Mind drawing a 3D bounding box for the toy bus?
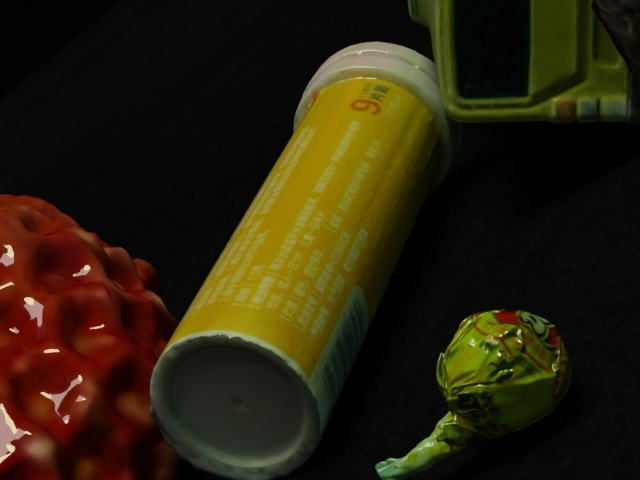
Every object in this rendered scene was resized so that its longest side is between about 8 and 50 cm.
[{"bbox_3d":[0.086,-0.107,0.643,0.101,0.088,0.175,-2,19,2],"label":"toy bus"}]

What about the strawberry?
[{"bbox_3d":[-0.184,0.091,0.602,0.265,0.149,0.336,-31,17,15],"label":"strawberry"}]

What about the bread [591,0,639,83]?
[{"bbox_3d":[0.240,-0.161,0.384,0.416,0.165,0.113,-25,18,38],"label":"bread"}]

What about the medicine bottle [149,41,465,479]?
[{"bbox_3d":[0.000,0.000,0.612,0.074,0.074,0.218,-27,19,30],"label":"medicine bottle"}]

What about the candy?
[{"bbox_3d":[0.023,0.066,0.460,0.123,0.035,0.035,-44,26,9],"label":"candy"}]
